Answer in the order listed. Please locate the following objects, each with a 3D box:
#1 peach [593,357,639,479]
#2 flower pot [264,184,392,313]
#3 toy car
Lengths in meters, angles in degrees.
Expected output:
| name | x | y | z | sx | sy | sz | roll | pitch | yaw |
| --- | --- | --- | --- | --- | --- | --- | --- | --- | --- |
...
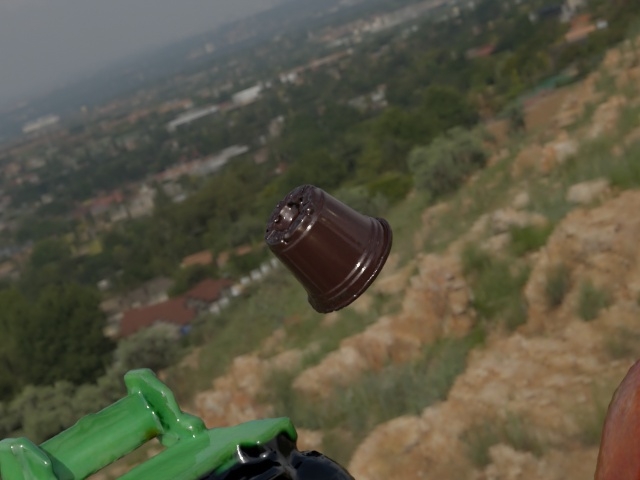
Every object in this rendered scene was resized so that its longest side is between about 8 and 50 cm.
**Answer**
| name | x | y | z | sx | sy | sz | roll | pitch | yaw |
| --- | --- | --- | --- | --- | --- | --- | --- | --- | --- |
| peach | 0.350 | 0.170 | 0.907 | 0.338 | 0.281 | 0.281 | -26 | 6 | 28 |
| flower pot | 0.000 | 0.000 | 1.234 | 0.111 | 0.089 | 0.111 | -38 | 29 | 25 |
| toy car | -0.070 | 0.275 | 0.905 | 0.176 | 0.359 | 0.213 | -8 | 15 | 40 |
